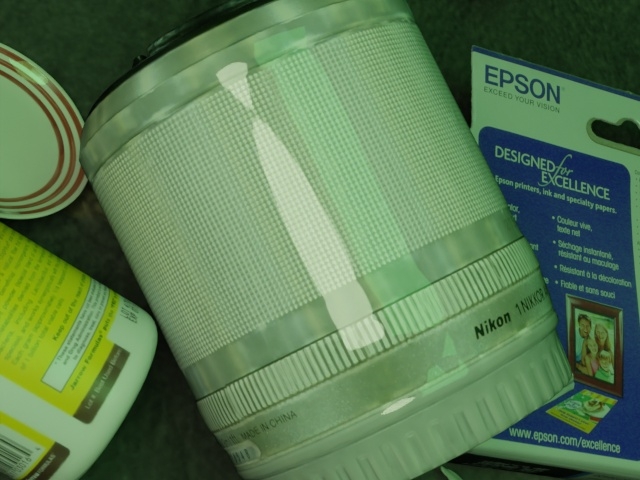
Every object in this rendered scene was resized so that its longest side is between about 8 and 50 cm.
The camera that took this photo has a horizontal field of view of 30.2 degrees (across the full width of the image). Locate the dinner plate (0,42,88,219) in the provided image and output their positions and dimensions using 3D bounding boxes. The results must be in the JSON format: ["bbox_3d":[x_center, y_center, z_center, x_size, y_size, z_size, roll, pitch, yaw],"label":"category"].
[{"bbox_3d":[-0.206,-0.069,0.723,0.141,0.017,0.141,25,45,-27],"label":"dinner plate"}]

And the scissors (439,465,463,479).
[{"bbox_3d":[0.182,0.276,0.834,0.297,0.021,0.109,36,61,-15],"label":"scissors"}]

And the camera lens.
[{"bbox_3d":[0.000,0.000,0.710,0.219,0.219,0.274,-24,86,-33],"label":"camera lens"}]

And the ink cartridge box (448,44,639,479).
[{"bbox_3d":[0.226,0.034,0.918,0.303,0.072,0.307,13,66,-23],"label":"ink cartridge box"}]

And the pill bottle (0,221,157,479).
[{"bbox_3d":[-0.205,0.039,0.643,0.215,0.117,0.117,34,60,-16],"label":"pill bottle"}]
